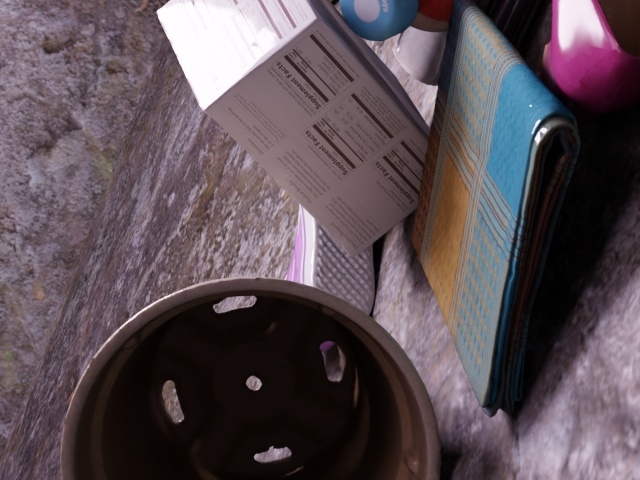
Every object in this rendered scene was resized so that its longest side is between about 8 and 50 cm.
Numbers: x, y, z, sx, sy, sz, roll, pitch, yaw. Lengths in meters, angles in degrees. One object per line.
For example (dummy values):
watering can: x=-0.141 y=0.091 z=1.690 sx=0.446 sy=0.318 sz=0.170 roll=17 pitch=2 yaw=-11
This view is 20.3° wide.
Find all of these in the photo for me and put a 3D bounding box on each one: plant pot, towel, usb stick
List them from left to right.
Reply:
plant pot: x=-0.063 y=0.171 z=1.712 sx=0.305 sy=0.334 sz=0.333 roll=-97 pitch=30 yaw=-81
towel: x=0.147 y=-0.046 z=1.604 sx=0.370 sy=0.040 sz=0.271 roll=-107 pitch=25 yaw=-66
usb stick: x=0.202 y=-0.255 z=1.780 sx=0.077 sy=0.045 sz=0.278 roll=-94 pitch=28 yaw=-75

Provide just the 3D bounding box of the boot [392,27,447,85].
boot: x=0.134 y=-0.300 z=1.972 sx=0.189 sy=0.076 sz=0.208 roll=-98 pitch=18 yaw=-53

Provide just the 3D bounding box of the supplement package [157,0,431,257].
supplement package: x=-0.014 y=-0.150 z=1.825 sx=0.145 sy=0.262 sz=0.204 roll=-38 pitch=39 yaw=9

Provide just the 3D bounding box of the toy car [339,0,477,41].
toy car: x=0.111 y=-0.346 z=1.740 sx=0.219 sy=0.210 sz=0.238 roll=-28 pitch=-18 yaw=-50

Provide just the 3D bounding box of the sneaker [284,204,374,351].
sneaker: x=-0.001 y=0.000 z=2.026 sx=0.161 sy=0.102 sz=0.282 roll=131 pitch=155 yaw=-56

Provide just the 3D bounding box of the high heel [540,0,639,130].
high heel: x=0.253 y=-0.285 z=1.505 sx=0.181 sy=0.127 sz=0.377 roll=134 pitch=138 yaw=-75

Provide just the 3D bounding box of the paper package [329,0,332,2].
paper package: x=-0.009 y=-0.498 z=2.531 sx=0.325 sy=0.168 sz=0.309 roll=-32 pitch=42 yaw=63
